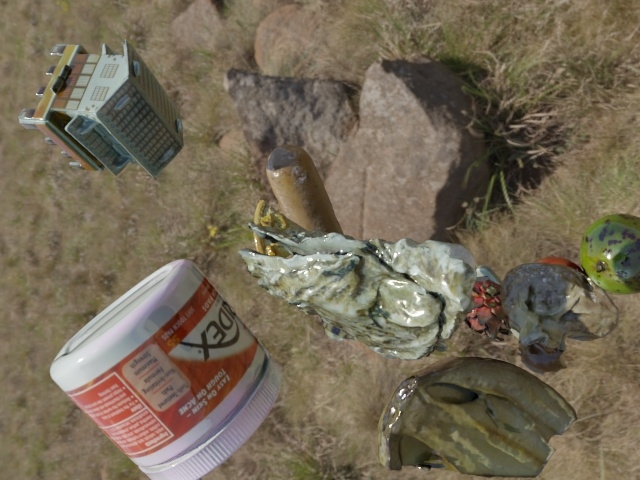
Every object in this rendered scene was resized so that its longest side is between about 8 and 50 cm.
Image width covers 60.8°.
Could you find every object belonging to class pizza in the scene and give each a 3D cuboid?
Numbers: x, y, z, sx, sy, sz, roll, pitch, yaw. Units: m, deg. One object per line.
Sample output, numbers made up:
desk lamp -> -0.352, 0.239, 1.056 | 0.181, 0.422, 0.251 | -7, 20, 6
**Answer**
pizza -> -0.062, -0.015, 0.943 | 0.026, 0.109, 0.122 | 154, 110, -66

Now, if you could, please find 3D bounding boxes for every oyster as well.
oyster -> 0.039, 0.038, 0.522 | 0.268, 0.198, 0.112 | 17, 74, 36

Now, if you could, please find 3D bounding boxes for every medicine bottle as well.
medicine bottle -> -0.224, 0.189, 0.819 | 0.253, 0.252, 0.240 | -15, 116, 52

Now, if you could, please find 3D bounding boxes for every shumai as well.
shumai -> 0.412, 0.142, 0.992 | 0.210, 0.153, 0.161 | 26, 149, 30

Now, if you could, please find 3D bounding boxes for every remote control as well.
remote control -> 0.559, 0.190, 1.653 | 0.309, 0.038, 0.090 | 49, 148, -16

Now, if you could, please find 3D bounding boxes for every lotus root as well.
lotus root -> 0.227, 0.273, 0.857 | 0.210, 0.314, 0.142 | -65, 21, -1

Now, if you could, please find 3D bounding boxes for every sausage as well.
sausage -> 0.000, 0.000, 1.346 | 0.136, 0.123, 0.500 | -116, 4, -77

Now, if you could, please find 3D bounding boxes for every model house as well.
model house -> -0.404, -0.249, 1.048 | 0.216, 0.224, 0.198 | 5, 67, 14

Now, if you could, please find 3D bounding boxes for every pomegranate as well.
pomegranate -> 0.788, 0.024, 1.397 | 0.211, 0.263, 0.210 | 37, 140, 39

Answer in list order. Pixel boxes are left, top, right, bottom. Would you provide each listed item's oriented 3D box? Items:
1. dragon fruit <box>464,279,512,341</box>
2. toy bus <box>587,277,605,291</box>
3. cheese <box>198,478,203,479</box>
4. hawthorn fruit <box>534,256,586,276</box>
dragon fruit -> 0.401, 0.166, 1.322 | 0.130, 0.121, 0.141 | 14, 75, 33
toy bus -> 0.901, 0.148, 1.777 | 0.074, 0.096, 0.234 | 13, 121, 27
cheese -> -0.292, 0.482, 0.905 | 0.127, 0.235, 0.049 | 53, 161, 9
hawthorn fruit -> 0.632, 0.125, 1.460 | 0.169, 0.188, 0.168 | 164, 90, -72
